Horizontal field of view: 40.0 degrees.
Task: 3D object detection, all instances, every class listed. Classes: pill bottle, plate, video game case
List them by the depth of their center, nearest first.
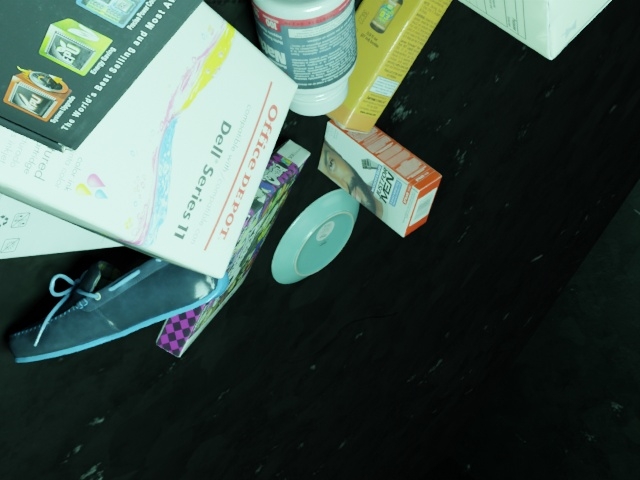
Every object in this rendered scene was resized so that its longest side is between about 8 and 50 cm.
[{"bbox_3d":[-0.014,-0.221,0.944,0.108,0.108,0.180,-40,153,-18],"label":"pill bottle"},{"bbox_3d":[-0.107,0.006,1.095,0.232,0.042,0.210,-60,177,31],"label":"video game case"},{"bbox_3d":[0.000,0.000,1.382,0.188,0.024,0.188,-37,153,-22],"label":"plate"}]

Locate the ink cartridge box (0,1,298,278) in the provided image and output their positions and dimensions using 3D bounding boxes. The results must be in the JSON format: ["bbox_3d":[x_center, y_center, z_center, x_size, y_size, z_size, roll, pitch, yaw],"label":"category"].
[{"bbox_3d":[-0.147,-0.099,0.758,0.353,0.119,0.207,30,79,-56],"label":"ink cartridge box"}]

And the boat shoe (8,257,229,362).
[{"bbox_3d":[-0.231,0.060,0.984,0.258,0.089,0.109,-21,-175,1],"label":"boat shoe"}]

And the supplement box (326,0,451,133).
[{"bbox_3d":[0.080,-0.251,1.090,0.080,0.078,0.233,-2,129,-57],"label":"supplement box"}]

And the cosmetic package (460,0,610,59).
[{"bbox_3d":[0.143,-0.324,0.825,0.129,0.296,0.153,-44,155,-7],"label":"cosmetic package"}]

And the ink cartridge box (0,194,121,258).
[{"bbox_3d":[-0.208,-0.071,0.897,0.332,0.065,0.165,-5,131,-54],"label":"ink cartridge box"}]

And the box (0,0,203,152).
[{"bbox_3d":[-0.154,-0.235,0.379,0.318,0.097,0.395,27,134,-31],"label":"box"}]

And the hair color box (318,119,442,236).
[{"bbox_3d":[0.078,-0.093,1.202,0.053,0.167,0.093,-32,151,-33],"label":"hair color box"}]
